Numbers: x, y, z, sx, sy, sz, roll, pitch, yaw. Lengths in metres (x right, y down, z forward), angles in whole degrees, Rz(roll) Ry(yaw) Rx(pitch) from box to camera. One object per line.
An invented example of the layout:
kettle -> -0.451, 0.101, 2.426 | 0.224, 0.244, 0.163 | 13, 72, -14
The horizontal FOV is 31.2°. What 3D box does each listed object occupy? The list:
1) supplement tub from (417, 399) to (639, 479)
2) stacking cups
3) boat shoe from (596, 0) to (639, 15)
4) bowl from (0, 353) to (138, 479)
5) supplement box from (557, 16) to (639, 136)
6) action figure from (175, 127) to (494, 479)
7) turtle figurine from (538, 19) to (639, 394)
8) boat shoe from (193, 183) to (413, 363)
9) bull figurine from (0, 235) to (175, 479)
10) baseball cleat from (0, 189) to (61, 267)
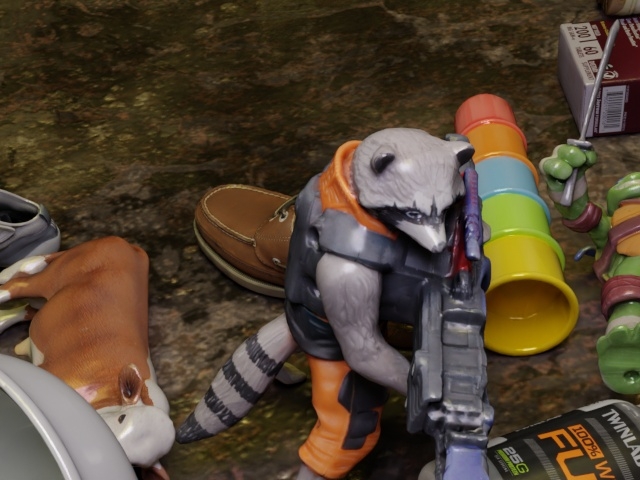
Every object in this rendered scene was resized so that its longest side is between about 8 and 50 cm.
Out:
supplement tub -> 0.175, 0.183, 0.807 | 0.190, 0.117, 0.117 | -18, 42, -12
stacking cups -> 0.178, -0.030, 1.085 | 0.096, 0.096, 0.316 | -3, 37, 5
boat shoe -> 0.379, -0.318, 1.350 | 0.089, 0.104, 0.285 | 9, 29, 8
bowl -> -0.213, 0.200, 0.766 | 0.298, 0.298, 0.134 | 20, 16, 28
supplement box -> 0.388, -0.185, 1.236 | 0.239, 0.073, 0.130 | -5, 40, 1
action figure -> 0.018, 0.071, 0.790 | 0.178, 0.330, 0.341 | 15, 35, -9
turtle figurine -> 0.279, -0.023, 0.892 | 0.198, 0.275, 0.266 | 29, 36, -17
boat shoe -> 0.000, 0.000, 1.052 | 0.307, 0.104, 0.111 | 25, 50, 32
bull figurine -> -0.212, 0.108, 0.957 | 0.188, 0.101, 0.310 | -12, 33, 1
baseball cleat -> -0.360, -0.007, 1.108 | 0.206, 0.109, 0.072 | -12, 55, -2
